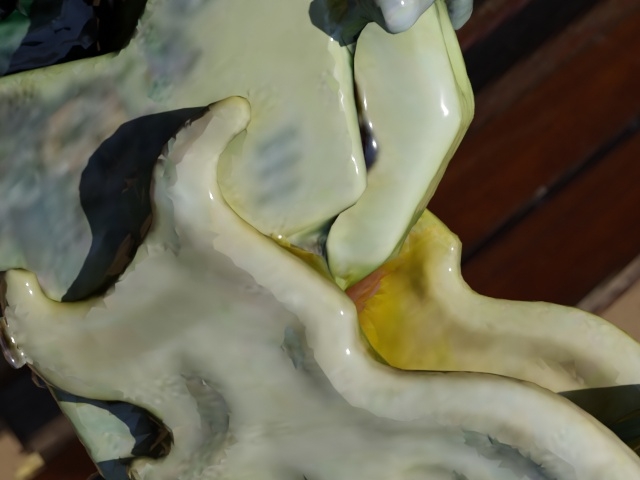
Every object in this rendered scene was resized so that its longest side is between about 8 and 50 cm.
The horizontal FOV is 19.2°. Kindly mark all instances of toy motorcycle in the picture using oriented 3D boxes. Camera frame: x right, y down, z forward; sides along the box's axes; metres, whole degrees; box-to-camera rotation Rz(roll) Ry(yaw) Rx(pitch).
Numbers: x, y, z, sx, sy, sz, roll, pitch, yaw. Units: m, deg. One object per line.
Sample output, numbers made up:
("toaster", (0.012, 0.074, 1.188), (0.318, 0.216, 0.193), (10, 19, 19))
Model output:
("toy motorcycle", (0.000, 0.000, 0.632), (0.237, 0.410, 0.169), (-23, -176, 17))
